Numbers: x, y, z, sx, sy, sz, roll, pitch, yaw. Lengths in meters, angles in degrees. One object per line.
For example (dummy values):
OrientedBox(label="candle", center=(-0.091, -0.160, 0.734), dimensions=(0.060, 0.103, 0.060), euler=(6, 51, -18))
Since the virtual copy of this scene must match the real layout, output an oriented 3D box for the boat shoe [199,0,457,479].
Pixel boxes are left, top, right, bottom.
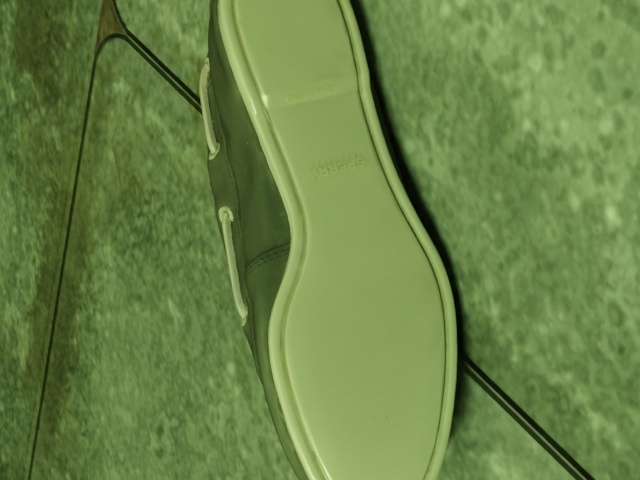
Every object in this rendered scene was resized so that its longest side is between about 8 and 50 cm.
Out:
OrientedBox(label="boat shoe", center=(0.000, 0.000, 0.963), dimensions=(0.095, 0.112, 0.335), euler=(133, 127, -70))
